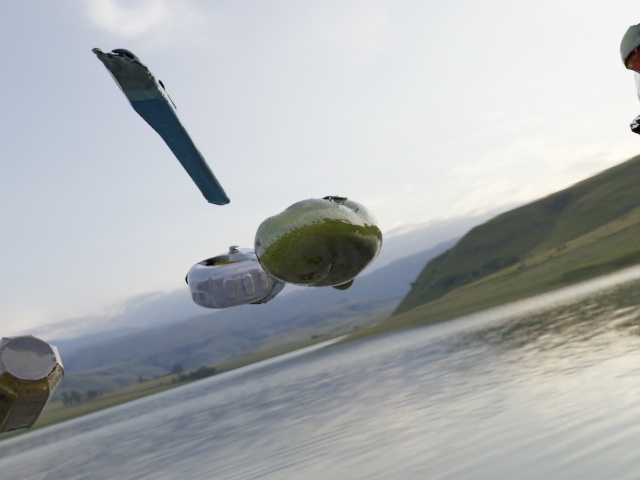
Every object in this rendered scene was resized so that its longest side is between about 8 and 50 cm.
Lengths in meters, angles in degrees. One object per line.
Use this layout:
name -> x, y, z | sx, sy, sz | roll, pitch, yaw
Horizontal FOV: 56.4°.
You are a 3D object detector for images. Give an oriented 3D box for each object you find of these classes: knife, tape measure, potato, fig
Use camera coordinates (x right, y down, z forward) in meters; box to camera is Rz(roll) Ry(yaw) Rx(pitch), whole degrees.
knife -> -0.157, -0.109, 0.652 | 0.044, 0.026, 0.297 | -4, -24, 8
tape measure -> -0.179, 0.078, 1.253 | 0.197, 0.120, 0.236 | -16, 11, -37
potato -> 0.000, 0.000, 1.033 | 0.248, 0.143, 0.170 | -5, -59, -37
fig -> 0.037, 0.071, 1.320 | 0.087, 0.074, 0.074 | 16, -27, -30

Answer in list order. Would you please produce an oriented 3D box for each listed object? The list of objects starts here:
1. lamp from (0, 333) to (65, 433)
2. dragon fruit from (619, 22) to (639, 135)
lamp -> -0.611, 0.287, 1.201 | 0.161, 0.161, 0.185 | -5, -40, -52
dragon fruit -> 0.583, -0.251, 0.848 | 0.189, 0.291, 0.290 | -11, -11, -43
